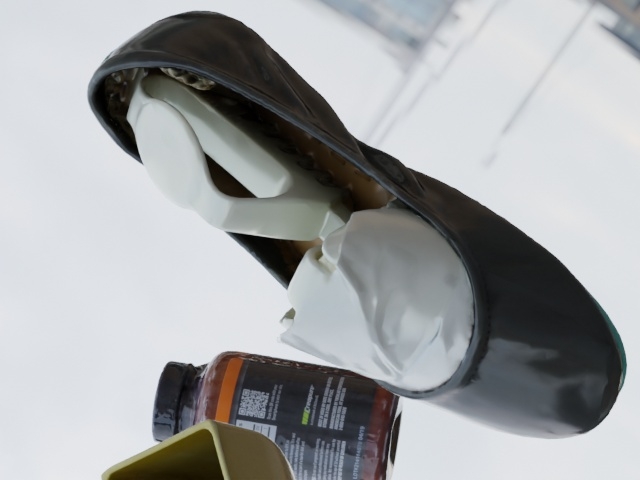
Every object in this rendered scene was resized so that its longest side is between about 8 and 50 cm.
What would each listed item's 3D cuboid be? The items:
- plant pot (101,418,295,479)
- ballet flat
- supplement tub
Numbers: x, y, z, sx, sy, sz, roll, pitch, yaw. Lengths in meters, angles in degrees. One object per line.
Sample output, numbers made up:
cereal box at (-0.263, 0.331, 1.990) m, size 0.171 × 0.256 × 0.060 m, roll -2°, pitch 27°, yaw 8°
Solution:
plant pot at (-0.050, 0.146, 1.041) m, size 0.083 × 0.081 × 0.081 m, roll 10°, pitch -123°, yaw -54°
ballet flat at (0.000, 0.000, 0.855) m, size 0.280 × 0.095 × 0.096 m, roll 38°, pitch -148°, yaw 27°
supplement tub at (-0.035, 0.148, 1.632) m, size 0.198 × 0.106 × 0.106 m, roll 10°, pitch -166°, yaw 8°
